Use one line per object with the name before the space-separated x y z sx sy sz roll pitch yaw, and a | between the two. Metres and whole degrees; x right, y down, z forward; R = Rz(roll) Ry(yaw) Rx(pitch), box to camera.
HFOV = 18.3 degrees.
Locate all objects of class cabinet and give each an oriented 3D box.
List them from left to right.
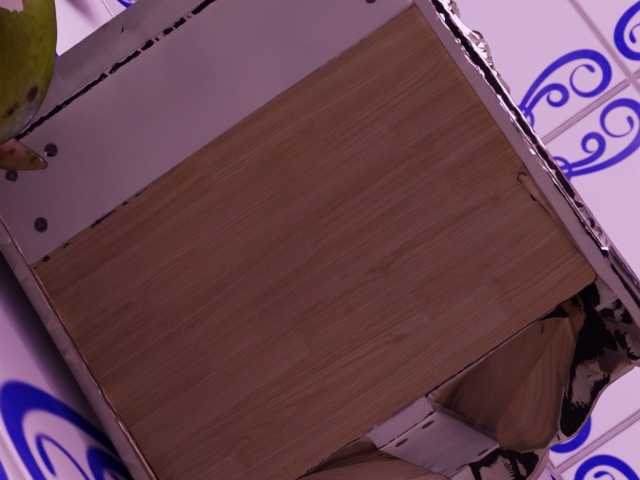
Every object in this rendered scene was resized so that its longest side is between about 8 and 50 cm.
cabinet | 0.013 0.022 1.087 0.318 0.290 0.227 57 6 16

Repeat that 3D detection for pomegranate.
pomegranate | -0.186 -0.097 0.947 0.148 0.148 0.169 56 -1 13

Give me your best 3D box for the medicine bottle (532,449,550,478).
medicine bottle | 0.180 0.221 2.107 0.114 0.114 0.252 55 6 9
